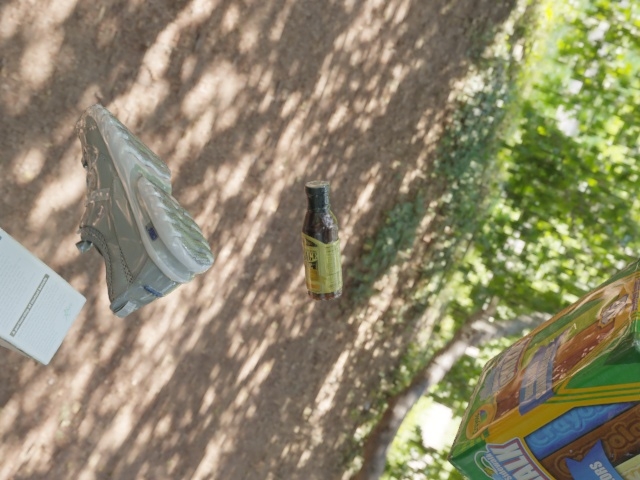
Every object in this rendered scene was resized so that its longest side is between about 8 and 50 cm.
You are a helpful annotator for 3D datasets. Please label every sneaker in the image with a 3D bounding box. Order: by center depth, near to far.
[{"bbox_3d":[-0.213,-0.040,0.854,0.115,0.281,0.105,-39,134,5],"label":"sneaker"}]

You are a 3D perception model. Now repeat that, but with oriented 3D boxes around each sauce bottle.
[{"bbox_3d":[0.000,0.000,0.900,0.042,0.042,0.128,-37,126,-57],"label":"sauce bottle"}]

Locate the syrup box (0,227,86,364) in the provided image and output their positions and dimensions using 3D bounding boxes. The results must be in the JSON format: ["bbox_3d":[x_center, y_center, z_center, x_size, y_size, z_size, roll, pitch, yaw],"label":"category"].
[{"bbox_3d":[-0.364,0.040,0.903,0.096,0.093,0.237,-63,154,-20],"label":"syrup box"}]

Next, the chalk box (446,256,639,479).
[{"bbox_3d":[0.255,0.187,0.823,0.289,0.179,0.180,-42,-176,32],"label":"chalk box"}]
